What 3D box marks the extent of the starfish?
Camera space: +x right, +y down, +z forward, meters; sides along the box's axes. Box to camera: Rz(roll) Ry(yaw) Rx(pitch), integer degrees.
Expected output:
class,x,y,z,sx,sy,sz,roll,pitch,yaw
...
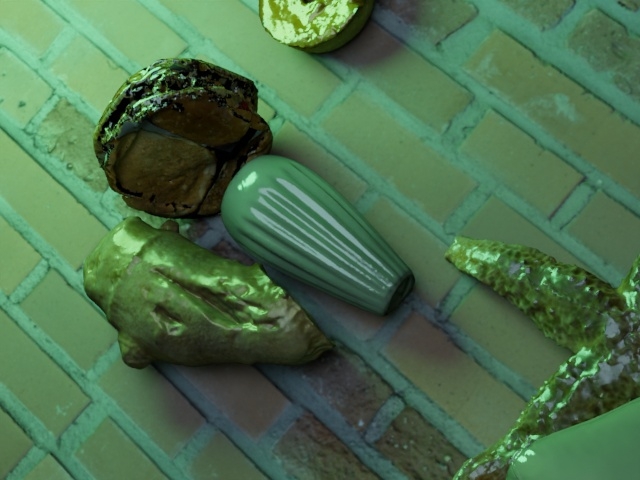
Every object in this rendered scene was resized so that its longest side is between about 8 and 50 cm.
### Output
class,x,y,z,sx,sy,sz,roll,pitch,yaw
starfish,0.296,0.084,1.851,0.432,0.082,0.324,-27,67,11

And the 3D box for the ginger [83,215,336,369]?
class,x,y,z,sx,sy,sz,roll,pitch,yaw
ginger,-0.141,0.078,1.979,0.354,0.126,0.190,11,73,24

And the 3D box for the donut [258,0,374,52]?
class,x,y,z,sx,sy,sz,roll,pitch,yaw
donut,0.000,-0.321,2.114,0.162,0.065,0.178,4,73,26

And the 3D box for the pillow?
class,x,y,z,sx,sy,sz,roll,pitch,yaw
pillow,0.382,0.270,1.694,0.322,0.120,0.255,-22,60,-12

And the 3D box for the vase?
class,x,y,z,sx,sy,sz,roll,pitch,yaw
vase,0.000,0.000,1.964,0.248,0.128,0.128,36,85,18

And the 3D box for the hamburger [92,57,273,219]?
class,x,y,z,sx,sy,sz,roll,pitch,yaw
hamburger,-0.172,-0.126,2.022,0.231,0.231,0.107,-24,53,10
